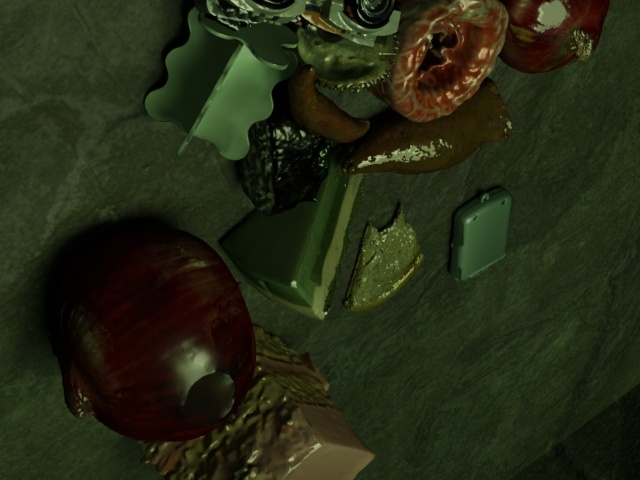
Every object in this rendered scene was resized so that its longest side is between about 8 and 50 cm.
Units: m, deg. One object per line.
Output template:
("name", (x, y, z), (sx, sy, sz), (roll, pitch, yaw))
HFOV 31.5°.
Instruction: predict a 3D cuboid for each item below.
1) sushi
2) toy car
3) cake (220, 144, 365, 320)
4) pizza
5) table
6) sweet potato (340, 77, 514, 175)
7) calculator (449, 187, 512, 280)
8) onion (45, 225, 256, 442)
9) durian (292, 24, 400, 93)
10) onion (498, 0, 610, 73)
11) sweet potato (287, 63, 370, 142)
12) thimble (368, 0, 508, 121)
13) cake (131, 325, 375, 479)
("sushi", (-0.055, -0.147, 1.759), (0.127, 0.124, 0.225), (-22, 138, -25))
("toy car", (-0.050, -0.327, 1.496), (0.301, 0.193, 0.118), (0, 106, -34))
("cake", (0.003, -0.005, 1.934), (0.283, 0.172, 0.158), (-42, 148, -6))
("pizza", (0.135, 0.033, 2.222), (0.181, 0.034, 0.262), (-21, 139, -28))
("table", (-0.141, -0.217, 1.584), (0.166, 0.166, 0.198), (-2, 135, -44))
("sweet potato", (0.175, -0.171, 1.972), (0.336, 0.131, 0.131), (-27, 142, -22))
("calculator", (0.334, -0.011, 2.367), (0.141, 0.045, 0.246), (-29, 143, -21))
("onion", (-0.243, 0.157, 1.745), (0.341, 0.341, 0.341), (-27, 142, -23))
("durian", (0.022, -0.282, 1.669), (0.148, 0.188, 0.091), (-56, 176, -13))
("onion", (0.402, -0.394, 1.952), (0.248, 0.161, 0.248), (-32, 132, -44))
("sweet potato", (0.000, -0.186, 1.624), (0.078, 0.058, 0.255), (-17, 159, 17))
("thimble", (0.165, -0.314, 1.774), (0.239, 0.162, 0.239), (-27, 143, -23))
("cake", (-0.115, 0.367, 2.081), (0.314, 0.307, 0.293), (-50, 147, 10))
